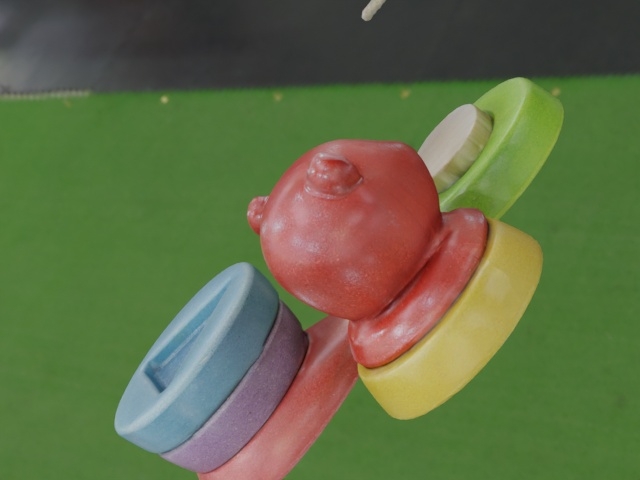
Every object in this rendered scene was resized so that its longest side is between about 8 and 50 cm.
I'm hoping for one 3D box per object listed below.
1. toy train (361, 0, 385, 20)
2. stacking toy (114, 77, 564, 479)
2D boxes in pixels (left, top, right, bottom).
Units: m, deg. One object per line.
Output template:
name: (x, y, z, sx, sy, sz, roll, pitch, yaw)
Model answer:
toy train: (0.126, -0.184, 0.592, 0.248, 0.143, 0.105, -62, 36, 25)
stacking toy: (0.000, 0.000, 0.869, 0.309, 0.130, 0.279, -38, 18, 43)
